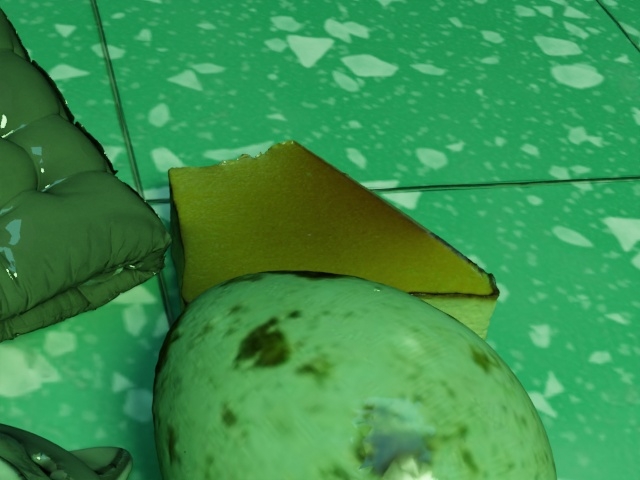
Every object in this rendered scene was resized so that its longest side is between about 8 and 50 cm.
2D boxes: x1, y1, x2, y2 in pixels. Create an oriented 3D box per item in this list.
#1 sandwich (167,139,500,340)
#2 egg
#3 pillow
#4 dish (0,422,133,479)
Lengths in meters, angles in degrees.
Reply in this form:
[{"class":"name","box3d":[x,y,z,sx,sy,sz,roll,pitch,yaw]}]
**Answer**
[{"class":"sandwich","box3d":[0.000,0.000,0.709,0.193,0.058,0.162,-1,42,-13]},{"class":"egg","box3d":[0.007,0.099,0.520,0.169,0.169,0.231,-22,41,-34]},{"class":"pillow","box3d":[-0.255,-0.024,0.578,0.326,0.101,0.228,-29,79,-45]},{"class":"dish","box3d":[-0.159,0.143,0.486,0.236,0.086,0.228,39,47,26]}]
